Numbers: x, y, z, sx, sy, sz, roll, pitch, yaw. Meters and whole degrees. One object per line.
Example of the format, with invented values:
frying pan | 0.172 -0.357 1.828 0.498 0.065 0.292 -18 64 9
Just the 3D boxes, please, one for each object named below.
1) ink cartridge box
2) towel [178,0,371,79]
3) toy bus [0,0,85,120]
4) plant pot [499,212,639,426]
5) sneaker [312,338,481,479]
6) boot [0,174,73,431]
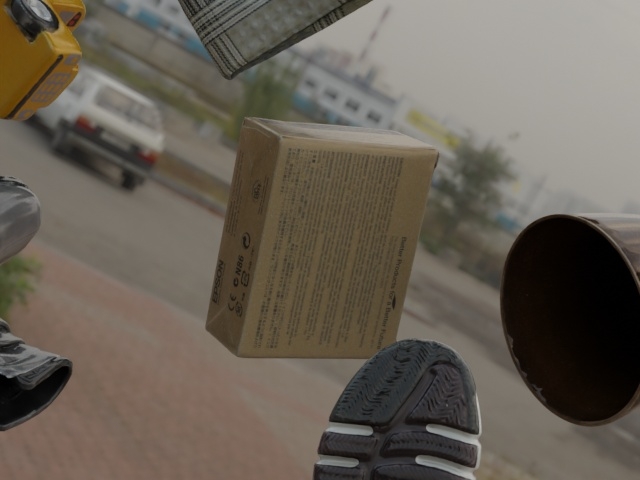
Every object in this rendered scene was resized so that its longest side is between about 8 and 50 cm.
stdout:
ink cartridge box | 0.000 0.000 1.650 0.193 0.235 0.088 3 16 -32
towel | -0.049 -0.393 1.864 0.312 0.324 0.056 62 11 7
toy bus | -0.350 -0.275 1.619 0.333 0.108 0.130 53 23 16
plant pot | 0.341 0.062 1.656 0.230 0.215 0.215 -11 28 -34
sneaker | 0.042 0.212 1.116 0.106 0.281 0.162 13 -10 6
boot | -0.302 0.069 1.407 0.223 0.118 0.338 30 34 17
